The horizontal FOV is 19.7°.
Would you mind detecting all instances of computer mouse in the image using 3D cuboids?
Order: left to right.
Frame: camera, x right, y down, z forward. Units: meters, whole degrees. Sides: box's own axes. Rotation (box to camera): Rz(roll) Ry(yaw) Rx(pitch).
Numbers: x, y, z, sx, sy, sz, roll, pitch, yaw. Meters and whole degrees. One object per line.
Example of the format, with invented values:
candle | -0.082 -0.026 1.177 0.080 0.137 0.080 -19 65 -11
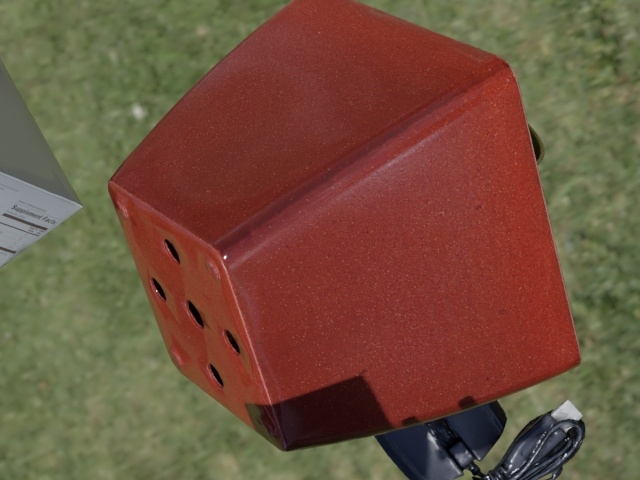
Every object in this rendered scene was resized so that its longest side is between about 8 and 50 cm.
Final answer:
computer mouse | 0.104 0.146 1.757 0.188 0.072 0.272 -43 63 4

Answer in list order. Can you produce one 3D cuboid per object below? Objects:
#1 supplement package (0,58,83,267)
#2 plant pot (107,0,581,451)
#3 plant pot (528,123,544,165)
supplement package | -0.376 -0.113 1.714 0.145 0.204 0.262 -35 70 12
plant pot | 0.000 0.000 1.375 0.267 0.235 0.267 31 145 52
plant pot | 0.085 -0.054 1.368 0.134 0.134 0.095 41 120 27
